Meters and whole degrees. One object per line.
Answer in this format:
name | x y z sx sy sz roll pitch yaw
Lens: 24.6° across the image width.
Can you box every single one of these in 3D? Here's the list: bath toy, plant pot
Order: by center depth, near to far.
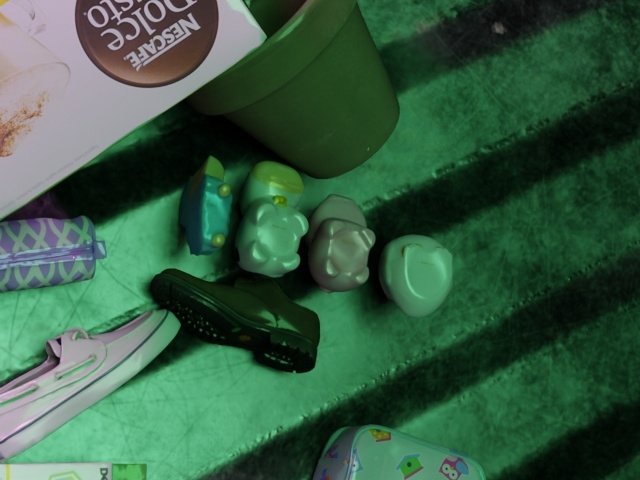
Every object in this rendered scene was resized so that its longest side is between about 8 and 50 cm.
plant pot | -0.023 -0.205 1.817 0.229 0.263 0.263 49 67 -30
bath toy | 0.000 0.000 1.839 0.348 0.129 0.151 18 75 -18

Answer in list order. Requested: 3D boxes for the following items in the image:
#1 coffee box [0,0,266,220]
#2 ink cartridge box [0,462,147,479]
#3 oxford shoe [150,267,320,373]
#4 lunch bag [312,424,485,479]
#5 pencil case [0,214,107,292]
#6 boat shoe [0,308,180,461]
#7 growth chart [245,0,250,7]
coffee box | -0.288 -0.267 1.517 0.338 0.338 0.334 -33 106 3
ink cartridge box | -0.295 0.313 1.703 0.209 0.062 0.109 3 80 -23
oxford shoe | -0.104 0.081 1.820 0.227 0.083 0.096 26 55 -18
lunch bag | 0.086 0.383 1.829 0.224 0.108 0.279 21 76 -22
pencil case | -0.361 0.019 1.705 0.206 0.088 0.086 -9 88 -25
boat shoe | -0.289 0.147 1.718 0.267 0.096 0.088 -35 101 -15
growth chart | -0.178 -0.226 1.771 0.237 0.172 0.021 -49 119 -15
